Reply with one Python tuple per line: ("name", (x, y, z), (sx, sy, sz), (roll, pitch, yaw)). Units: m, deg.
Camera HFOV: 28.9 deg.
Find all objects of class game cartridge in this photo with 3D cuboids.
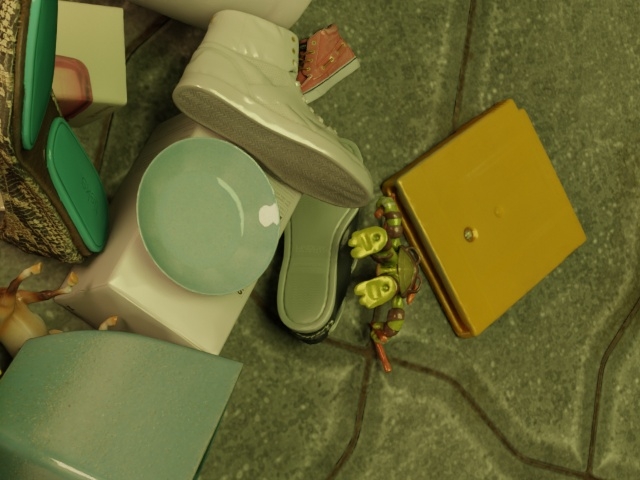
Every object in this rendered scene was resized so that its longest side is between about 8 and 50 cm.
("game cartridge", (0.273, -0.043, 2.016), (0.324, 0.053, 0.285), (-35, 103, -36))

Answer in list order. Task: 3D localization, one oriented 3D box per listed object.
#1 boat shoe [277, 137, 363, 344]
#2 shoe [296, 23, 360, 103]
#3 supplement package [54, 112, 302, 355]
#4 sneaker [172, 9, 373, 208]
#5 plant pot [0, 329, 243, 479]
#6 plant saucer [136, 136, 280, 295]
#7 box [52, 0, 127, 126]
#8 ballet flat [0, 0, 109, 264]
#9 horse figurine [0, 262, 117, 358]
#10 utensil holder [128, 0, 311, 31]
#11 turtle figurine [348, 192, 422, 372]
("boat shoe", (0.000, 0.000, 1.790), (0.091, 0.114, 0.302), (67, 36, -66))
("shoe", (-0.018, -0.253, 1.833), (0.178, 0.063, 0.081), (-40, 105, -38))
("supplement package", (-0.176, -0.005, 1.609), (0.175, 0.177, 0.293), (38, 63, -23))
("sneaker", (-0.032, -0.175, 1.573), (0.292, 0.108, 0.169), (34, 55, -24))
("plant pot", (-0.268, 0.248, 1.439), (0.252, 0.247, 0.248), (23, 41, 0))
("plant saucer", (-0.141, -0.028, 1.505), (0.195, 0.037, 0.195), (7, 78, -33))
("box", (-0.373, -0.219, 1.522), (0.232, 0.148, 0.127), (1, 82, -35))
("ballet flat", (-0.354, -0.134, 1.372), (0.182, 0.483, 0.164), (4, 55, 2))
("horse figurine", (-0.337, 0.108, 1.511), (0.263, 0.174, 0.066), (49, 32, -34))
("utensil holder", (-0.208, -0.454, 1.575), (0.385, 0.327, 0.327), (15, 75, -30))
("turtle figurine", (0.102, 0.058, 1.790), (0.217, 0.087, 0.269), (18, 76, -75))
